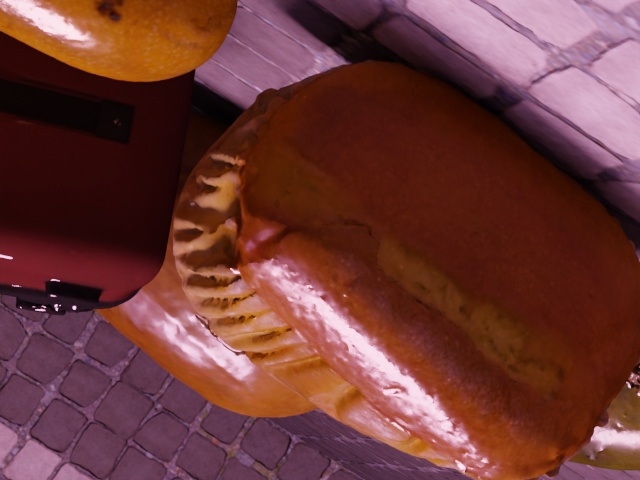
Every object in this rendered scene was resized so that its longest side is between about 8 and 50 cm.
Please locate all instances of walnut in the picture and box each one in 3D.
[{"bbox_3d":[-0.093,0.006,1.498,0.336,0.209,0.209,34,169,-17],"label":"walnut"}]

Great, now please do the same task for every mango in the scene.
[{"bbox_3d":[-0.160,-0.171,1.052,0.262,0.109,0.157,19,-155,-36],"label":"mango"}]

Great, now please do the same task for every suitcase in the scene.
[{"bbox_3d":[-0.237,-0.085,1.244,0.297,0.236,0.161,12,169,-20],"label":"suitcase"}]

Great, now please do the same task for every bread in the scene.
[{"bbox_3d":[0.058,0.021,1.137,0.288,0.204,0.156,39,172,-14],"label":"bread"}]

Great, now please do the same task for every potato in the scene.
[{"bbox_3d":[0.213,0.130,1.492,0.225,0.090,0.117,11,151,43],"label":"potato"}]

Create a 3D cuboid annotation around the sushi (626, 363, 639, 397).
[{"bbox_3d":[0.266,0.111,1.357,0.120,0.055,0.052,28,175,26],"label":"sushi"}]
